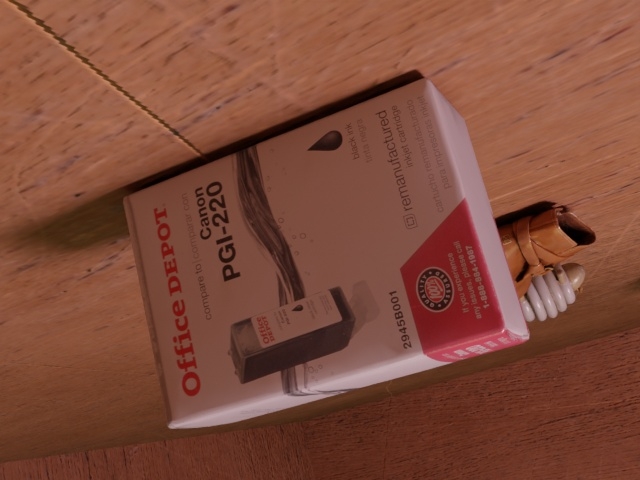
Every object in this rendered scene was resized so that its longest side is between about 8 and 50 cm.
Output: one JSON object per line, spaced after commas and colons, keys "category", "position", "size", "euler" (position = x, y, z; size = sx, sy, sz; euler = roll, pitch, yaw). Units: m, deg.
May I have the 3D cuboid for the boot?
{"category": "boot", "position": [0.234, 0.020, 0.891], "size": [0.152, 0.073, 0.197], "euler": [-29, 161, 33]}

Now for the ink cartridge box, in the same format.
{"category": "ink cartridge box", "position": [-0.001, 0.016, 0.508], "size": [0.217, 0.159, 0.092], "euler": [-20, 165, 20]}

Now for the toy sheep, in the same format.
{"category": "toy sheep", "position": [0.289, 0.066, 1.071], "size": [0.132, 0.091, 0.091], "euler": [-23, 163, 12]}
